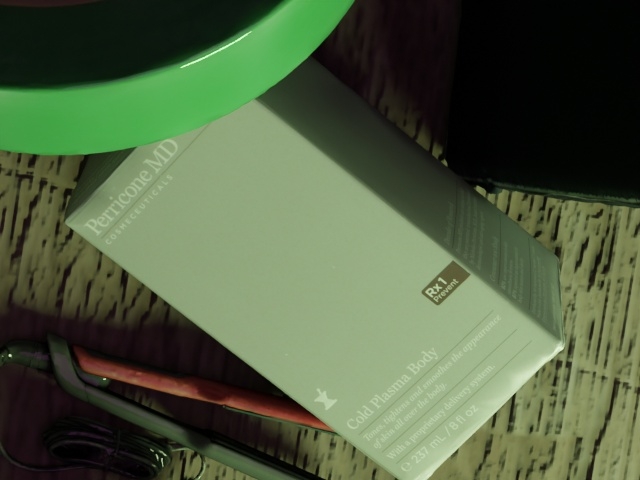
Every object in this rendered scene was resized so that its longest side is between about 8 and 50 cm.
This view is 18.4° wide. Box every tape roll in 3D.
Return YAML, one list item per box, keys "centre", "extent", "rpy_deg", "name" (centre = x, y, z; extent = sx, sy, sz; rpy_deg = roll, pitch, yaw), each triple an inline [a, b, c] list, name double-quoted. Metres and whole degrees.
- centre: [-0.122, -0.201, 0.938]
  extent: [0.321, 0.077, 0.321]
  rpy_deg: [-1, 70, 2]
  name: "tape roll"

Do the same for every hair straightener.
- centre: [-0.084, 0.112, 1.063]
  extent: [0.230, 0.047, 0.089]
  rpy_deg: [16, 91, -15]
  name: "hair straightener"

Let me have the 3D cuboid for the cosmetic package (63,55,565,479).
- centre: [0.000, 0.000, 1.028]
  extent: [0.238, 0.107, 0.127]
  rpy_deg: [35, 116, -16]
  name: "cosmetic package"

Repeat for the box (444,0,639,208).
- centre: [0.351, -0.236, 1.021]
  extent: [0.472, 0.297, 0.480]
  rpy_deg: [5, 94, -17]
  name: "box"
